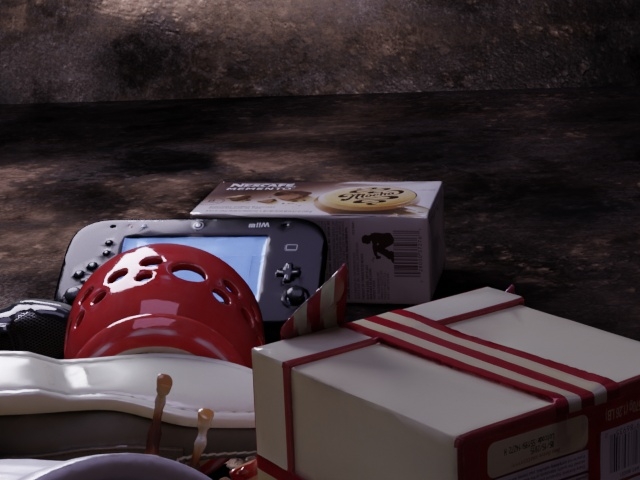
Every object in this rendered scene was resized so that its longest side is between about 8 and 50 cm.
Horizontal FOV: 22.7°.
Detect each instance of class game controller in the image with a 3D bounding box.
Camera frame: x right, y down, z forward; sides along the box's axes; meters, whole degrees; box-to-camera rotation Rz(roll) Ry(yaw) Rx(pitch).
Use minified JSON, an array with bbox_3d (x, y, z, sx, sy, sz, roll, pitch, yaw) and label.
[{"bbox_3d":[-0.151,0.042,1.876,0.319,0.067,0.166,0,57,8],"label":"game controller"}]

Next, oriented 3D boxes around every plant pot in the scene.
[{"bbox_3d":[-0.143,0.118,1.464,0.191,0.191,0.174,-4,20,-4],"label":"plant pot"}]

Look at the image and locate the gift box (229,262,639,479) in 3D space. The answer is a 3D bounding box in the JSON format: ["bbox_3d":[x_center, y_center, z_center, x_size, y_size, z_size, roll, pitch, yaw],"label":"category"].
[{"bbox_3d":[0.105,0.157,1.131,0.255,0.276,0.258,-7,13,-35],"label":"gift box"}]

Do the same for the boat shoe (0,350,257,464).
[{"bbox_3d":[-0.170,0.152,1.318,0.305,0.091,0.109,4,21,-13],"label":"boat shoe"}]

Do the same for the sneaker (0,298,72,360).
[{"bbox_3d":[-0.366,0.122,1.690,0.227,0.087,0.130,-4,17,6],"label":"sneaker"}]

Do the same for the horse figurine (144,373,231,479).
[{"bbox_3d":[-0.102,0.224,1.171,0.066,0.174,0.263,4,26,-16],"label":"horse figurine"}]

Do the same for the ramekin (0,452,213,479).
[{"bbox_3d":[-0.155,0.246,0.850,0.135,0.277,0.277,0,13,43],"label":"ramekin"}]

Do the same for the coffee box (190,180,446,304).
[{"bbox_3d":[0.000,0.000,2.003,0.297,0.119,0.168,1,17,12],"label":"coffee box"}]
